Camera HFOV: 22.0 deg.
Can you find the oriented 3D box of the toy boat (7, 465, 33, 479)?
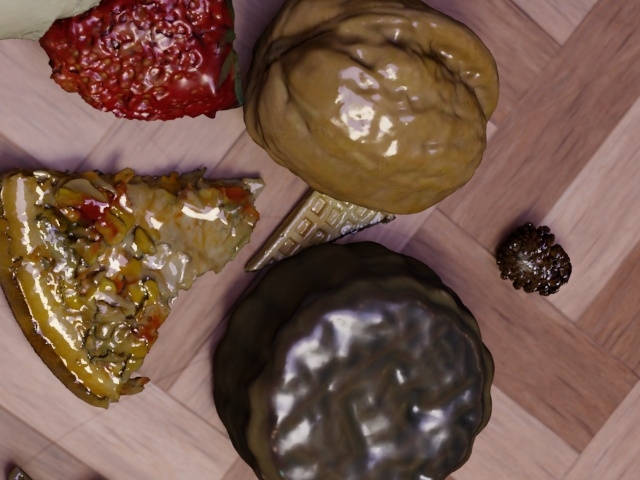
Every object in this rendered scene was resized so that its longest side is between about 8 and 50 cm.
[{"bbox_3d":[-0.204,0.341,1.718,0.310,0.089,0.115,40,86,-20],"label":"toy boat"}]

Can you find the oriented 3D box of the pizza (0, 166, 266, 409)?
[{"bbox_3d":[-0.192,0.045,1.670,0.287,0.074,0.251,-2,105,-15],"label":"pizza"}]

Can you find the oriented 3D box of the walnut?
[{"bbox_3d":[0.053,-0.138,1.626,0.257,0.224,0.257,-4,142,-3],"label":"walnut"}]

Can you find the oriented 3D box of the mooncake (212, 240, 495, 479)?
[{"bbox_3d":[0.040,0.148,1.707,0.290,0.161,0.290,-6,108,-18],"label":"mooncake"}]

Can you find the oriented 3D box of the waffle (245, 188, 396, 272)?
[{"bbox_3d":[0.000,0.000,1.742,0.097,0.023,0.153,40,87,-19],"label":"waffle"}]

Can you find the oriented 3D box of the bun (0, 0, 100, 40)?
[{"bbox_3d":[-0.304,-0.343,1.469,0.365,0.219,0.365,2,73,-7],"label":"bun"}]

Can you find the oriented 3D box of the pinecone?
[{"bbox_3d":[0.234,0.023,1.795,0.083,0.077,0.077,34,90,-47],"label":"pinecone"}]

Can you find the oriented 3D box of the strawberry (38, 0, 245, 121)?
[{"bbox_3d":[-0.170,-0.199,1.574,0.201,0.187,0.184,-10,71,-15],"label":"strawberry"}]
